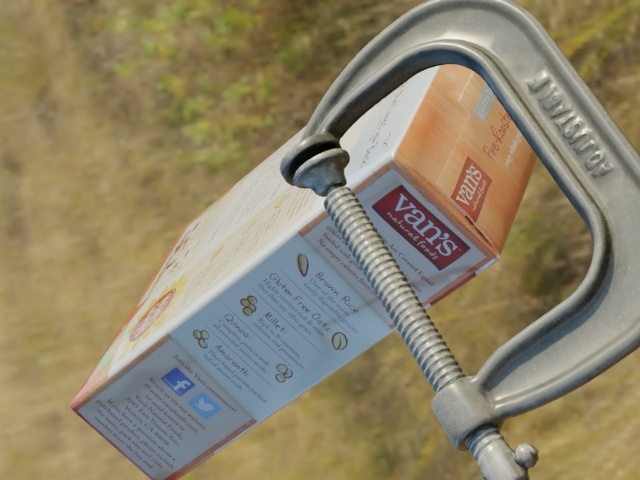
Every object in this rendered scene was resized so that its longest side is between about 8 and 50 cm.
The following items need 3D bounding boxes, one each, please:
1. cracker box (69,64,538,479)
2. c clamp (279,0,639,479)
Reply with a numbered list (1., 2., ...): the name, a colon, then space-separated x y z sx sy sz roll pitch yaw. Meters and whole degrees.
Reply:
1. cracker box: 0.000 0.000 0.790 0.067 0.156 0.232 43 128 -12
2. c clamp: 0.037 0.003 0.527 0.022 0.137 0.161 31 -150 -58
